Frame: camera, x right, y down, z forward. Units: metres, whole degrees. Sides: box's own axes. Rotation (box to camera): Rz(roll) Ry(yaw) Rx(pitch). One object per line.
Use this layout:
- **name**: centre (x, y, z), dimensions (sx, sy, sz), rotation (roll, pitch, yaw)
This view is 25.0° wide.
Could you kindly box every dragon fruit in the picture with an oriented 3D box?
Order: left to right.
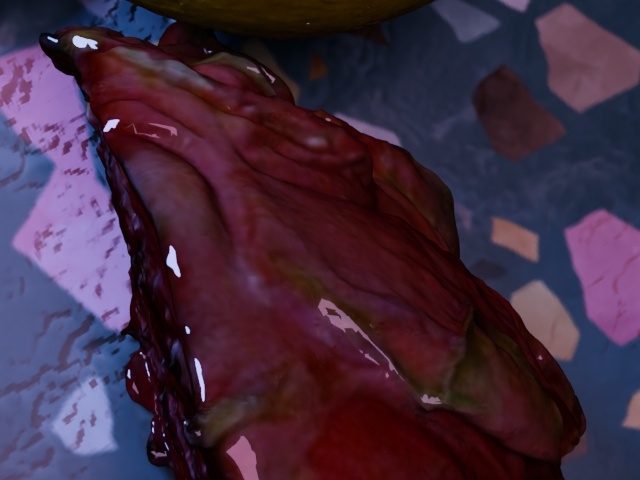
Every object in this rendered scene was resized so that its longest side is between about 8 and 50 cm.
- **dragon fruit**: centre (0.010, -0.003, 0.681), dimensions (0.228, 0.286, 0.329), rotation (-14, 73, -10)

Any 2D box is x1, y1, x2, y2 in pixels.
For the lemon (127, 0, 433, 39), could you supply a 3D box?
- **lemon**: centre (-0.017, -0.211, 0.706), dimensions (0.263, 0.236, 0.236), rotation (-23, 85, -2)
